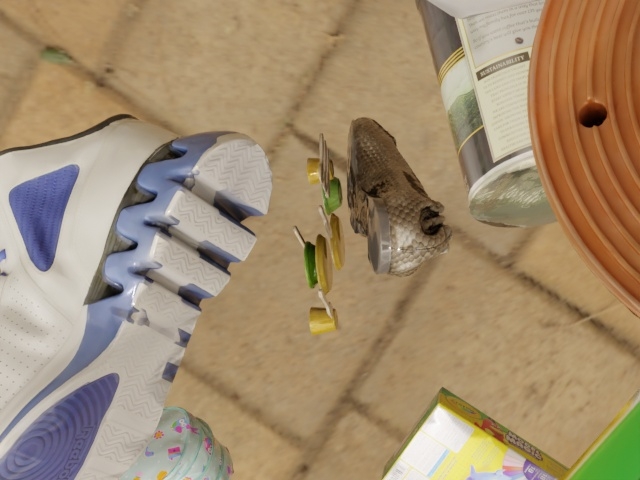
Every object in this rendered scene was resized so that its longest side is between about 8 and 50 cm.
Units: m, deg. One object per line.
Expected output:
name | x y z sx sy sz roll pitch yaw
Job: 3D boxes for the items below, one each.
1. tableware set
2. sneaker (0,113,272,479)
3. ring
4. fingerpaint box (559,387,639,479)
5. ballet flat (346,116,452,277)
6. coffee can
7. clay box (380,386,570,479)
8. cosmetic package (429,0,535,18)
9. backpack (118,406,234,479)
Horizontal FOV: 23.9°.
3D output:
tableware set | 0.000 0.000 1.204 0.024 0.104 0.154 -6 62 10
sneaker | -0.183 0.038 1.069 0.182 0.127 0.316 27 81 36
ring | 0.258 -0.084 0.669 0.336 0.032 0.337 -10 62 19
fingerpaint box | 0.189 0.200 0.370 0.371 0.163 0.445 21 123 -23
ballet flat | 0.055 -0.034 1.136 0.058 0.250 0.084 -4 108 -5
coffee can | 0.232 -0.180 1.693 0.201 0.201 0.275 -20 67 18
clay box | 0.196 0.282 1.734 0.222 0.053 0.127 33 110 -2
cosmetic package | 0.024 -0.324 0.552 0.393 0.329 0.327 27 84 -19
backpack | -0.187 0.253 1.606 0.182 0.115 0.152 -16 51 18
